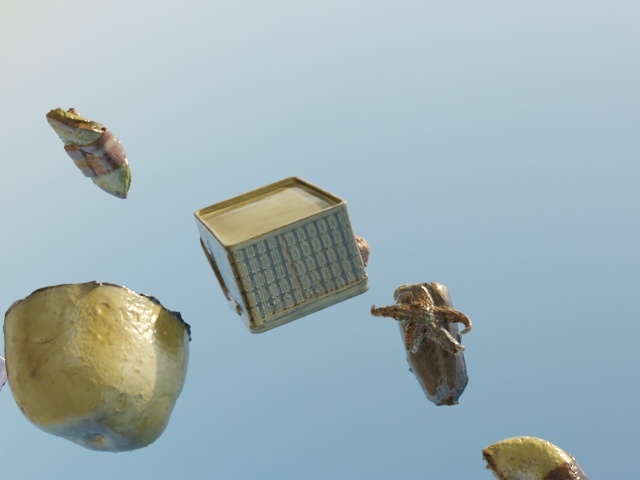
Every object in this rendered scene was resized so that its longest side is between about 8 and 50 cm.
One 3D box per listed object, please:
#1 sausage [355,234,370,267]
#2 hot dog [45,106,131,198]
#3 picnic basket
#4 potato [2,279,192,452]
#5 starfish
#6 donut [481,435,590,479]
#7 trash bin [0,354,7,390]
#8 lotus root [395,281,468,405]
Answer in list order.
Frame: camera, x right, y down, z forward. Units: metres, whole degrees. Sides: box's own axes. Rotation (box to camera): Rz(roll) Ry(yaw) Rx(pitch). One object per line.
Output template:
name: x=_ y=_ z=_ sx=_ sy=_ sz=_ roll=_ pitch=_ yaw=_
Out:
sausage: x=0.001 y=0.001 z=1.962 sx=0.289 sy=0.086 sz=0.086 roll=18 pitch=-111 yaw=38
hot dog: x=-0.503 y=-0.207 z=1.817 sx=0.123 sy=0.261 sz=0.093 roll=-4 pitch=-136 yaw=25
picnic basket: x=-0.074 y=0.018 z=1.428 sx=0.228 sy=0.175 sz=0.313 roll=-21 pitch=-161 yaw=-13
potato: x=-0.324 y=0.201 z=1.189 sx=0.242 sy=0.285 sz=0.242 roll=-34 pitch=-137 yaw=38
starfish: x=0.198 y=0.160 z=1.607 sx=0.210 sy=0.053 sz=0.150 roll=9 pitch=-124 yaw=19
donut: x=0.342 y=0.381 z=1.252 sx=0.141 sy=0.085 sz=0.217 roll=-34 pitch=-135 yaw=-1
trash bin: x=-0.724 y=0.240 z=1.558 sx=0.184 sy=0.234 sz=0.162 roll=-46 pitch=-162 yaw=32
lotus root: x=0.278 y=0.266 z=2.079 sx=0.167 sy=0.078 sz=0.329 roll=-22 pitch=-107 yaw=23
